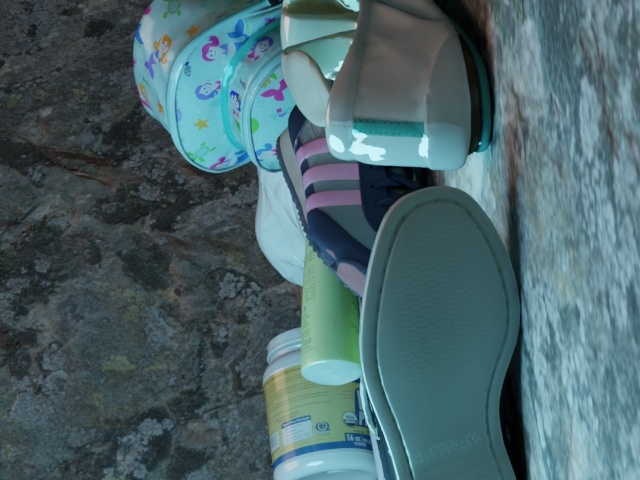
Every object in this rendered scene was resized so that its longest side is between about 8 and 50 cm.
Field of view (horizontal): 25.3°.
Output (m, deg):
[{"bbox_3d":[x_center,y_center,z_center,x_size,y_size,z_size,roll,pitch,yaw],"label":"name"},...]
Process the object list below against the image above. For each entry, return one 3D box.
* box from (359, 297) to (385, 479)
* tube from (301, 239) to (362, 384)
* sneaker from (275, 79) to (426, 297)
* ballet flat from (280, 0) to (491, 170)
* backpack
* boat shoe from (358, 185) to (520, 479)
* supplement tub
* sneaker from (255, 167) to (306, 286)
[{"bbox_3d":[0.068,0.083,1.410,0.232,0.059,0.322,89,173,-46],"label":"box"},{"bbox_3d":[0.010,0.022,1.416,0.070,0.062,0.240,-27,52,38],"label":"tube"},{"bbox_3d":[0.047,-0.060,1.258,0.131,0.112,0.319,-59,34,24],"label":"sneaker"},{"bbox_3d":[0.030,-0.159,1.115,0.400,0.139,0.139,-105,10,-65],"label":"ballet flat"},{"bbox_3d":[-0.063,-0.187,1.508,0.191,0.254,0.225,56,158,35],"label":"backpack"},{"bbox_3d":[0.076,0.098,0.978,0.091,0.114,0.302,-123,28,-68],"label":"boat shoe"},{"bbox_3d":[0.000,0.227,1.893,0.144,0.144,0.199,93,170,-64],"label":"supplement tub"},{"bbox_3d":[0.000,0.000,1.684,0.169,0.108,0.292,55,166,36],"label":"sneaker"}]
